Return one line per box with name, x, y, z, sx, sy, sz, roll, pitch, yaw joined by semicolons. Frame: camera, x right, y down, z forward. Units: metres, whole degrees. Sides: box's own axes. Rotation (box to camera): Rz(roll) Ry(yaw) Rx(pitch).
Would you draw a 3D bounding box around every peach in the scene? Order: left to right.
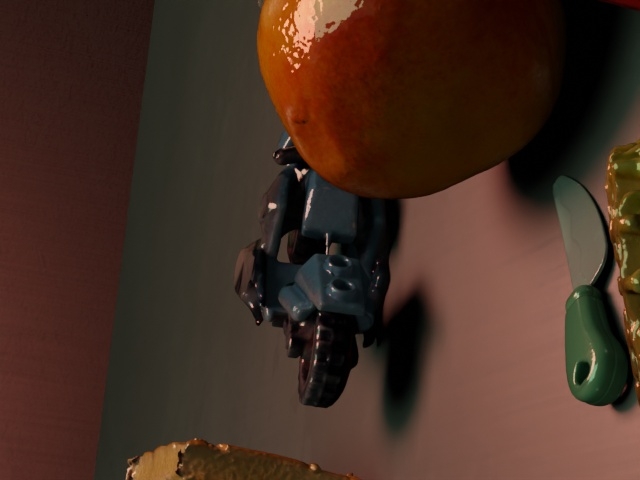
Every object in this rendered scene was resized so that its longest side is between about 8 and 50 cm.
peach;0.081;-0.191;1.479;0.308;0.289;0.289;93;-176;-80

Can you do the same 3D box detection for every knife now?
knife;0.224;0.027;1.366;0.063;0.035;0.260;123;156;-43

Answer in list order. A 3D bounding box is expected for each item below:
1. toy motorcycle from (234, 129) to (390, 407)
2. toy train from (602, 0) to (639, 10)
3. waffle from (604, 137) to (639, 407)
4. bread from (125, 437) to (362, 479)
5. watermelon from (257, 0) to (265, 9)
toy motorcycle;0.000;0.000;1.850;0.416;0.172;0.232;-92;13;-59
toy train;0.283;-0.269;1.254;0.204;0.083;0.131;134;143;-58
waffle;0.232;0.068;1.075;0.253;0.056;0.249;66;-163;-51
bread;-0.090;0.306;1.841;0.239;0.246;0.111;140;146;-64
watermelon;-0.024;-0.321;2.085;0.175;0.188;0.322;-63;19;24
